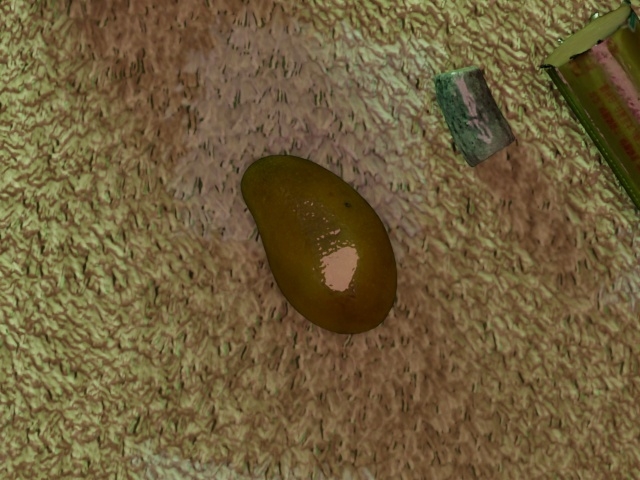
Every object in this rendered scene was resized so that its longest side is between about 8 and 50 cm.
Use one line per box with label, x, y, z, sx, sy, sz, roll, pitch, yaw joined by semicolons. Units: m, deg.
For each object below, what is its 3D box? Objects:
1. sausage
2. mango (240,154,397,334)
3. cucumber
sausage;0.372;-0.102;1.691;0.125;0.117;0.317;-40;98;-39
mango;0.000;0.000;1.694;0.136;0.099;0.227;-35;87;3
cucumber;0.168;-0.142;1.710;0.064;0.064;0.112;-27;94;-1
